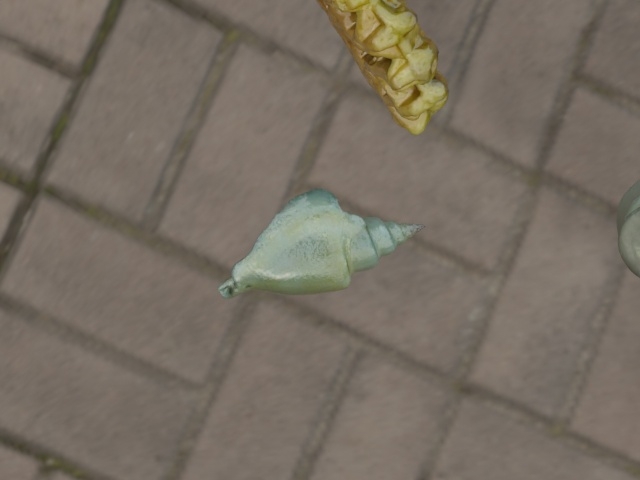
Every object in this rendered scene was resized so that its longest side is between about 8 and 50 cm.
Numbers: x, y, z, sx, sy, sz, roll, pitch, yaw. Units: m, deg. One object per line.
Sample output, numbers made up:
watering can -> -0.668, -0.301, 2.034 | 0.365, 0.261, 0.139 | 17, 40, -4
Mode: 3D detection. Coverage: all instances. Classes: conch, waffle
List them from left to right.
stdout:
conch -> 0.003, 0.007, 1.520 | 0.180, 0.088, 0.065 | -16, 60, -15
waffle -> 0.019, -0.199, 1.447 | 0.056, 0.249, 0.253 | -32, 81, 1

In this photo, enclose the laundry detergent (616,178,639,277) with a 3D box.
laundry detergent -> 0.373, -0.042, 1.635 | 0.398, 0.264, 0.125 | -20, 82, -59
